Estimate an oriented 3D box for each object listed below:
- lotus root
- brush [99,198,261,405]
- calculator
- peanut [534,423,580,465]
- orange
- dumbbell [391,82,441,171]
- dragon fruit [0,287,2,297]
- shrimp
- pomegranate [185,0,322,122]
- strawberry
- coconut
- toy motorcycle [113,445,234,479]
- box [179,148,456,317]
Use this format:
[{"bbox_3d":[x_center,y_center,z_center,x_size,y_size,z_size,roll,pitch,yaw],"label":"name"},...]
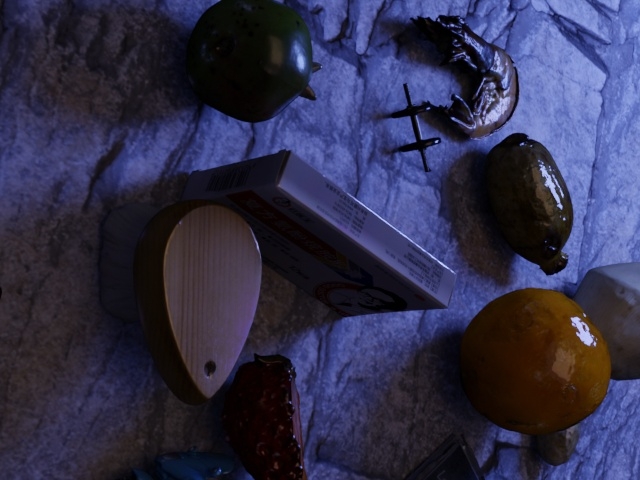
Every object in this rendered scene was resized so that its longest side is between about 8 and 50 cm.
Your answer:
[{"bbox_3d":[0.364,-0.056,2.195,0.145,0.129,0.260,-37,111,-48],"label":"lotus root"},{"bbox_3d":[-0.189,0.079,1.666,0.174,0.166,0.266,9,80,-42],"label":"brush"},{"bbox_3d":[0.179,0.441,2.048,0.274,0.028,0.165,-34,105,-40],"label":"calculator"},{"bbox_3d":[0.414,0.305,2.233,0.080,0.080,0.174,5,83,-41],"label":"peanut"},{"bbox_3d":[0.345,0.199,2.080,0.246,0.246,0.246,5,82,-41],"label":"orange"},{"bbox_3d":[0.154,-0.180,2.059,0.069,0.069,0.147,-20,99,-41],"label":"dumbbell"},{"bbox_3d":[-0.550,0.073,1.405,0.329,0.228,0.286,7,114,-60],"label":"dragon fruit"},{"bbox_3d":[0.239,-0.268,2.152,0.289,0.075,0.178,26,71,-51],"label":"shrimp"},{"bbox_3d":[-0.082,-0.248,1.802,0.224,0.182,0.181,17,74,-60],"label":"pomegranate"},{"bbox_3d":[-0.077,0.276,1.755,0.111,0.190,0.236,-8,67,0],"label":"strawberry"},{"bbox_3d":[0.551,0.139,2.298,0.224,0.224,0.224,5,82,-41],"label":"coconut"},{"bbox_3d":[-0.160,0.383,1.702,0.182,0.124,0.272,-40,111,-13],"label":"toy motorcycle"},{"bbox_3d":[0.000,0.000,1.809,0.353,0.214,0.069,34,63,-35],"label":"box"}]
